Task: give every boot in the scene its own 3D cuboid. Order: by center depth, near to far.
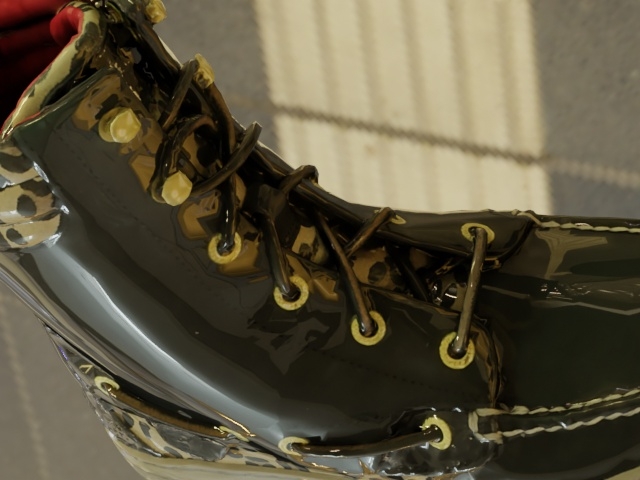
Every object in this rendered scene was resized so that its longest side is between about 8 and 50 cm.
[{"bbox_3d":[-0.001,0.002,0.549,0.236,0.085,0.178,-7,142,31],"label":"boot"}]
